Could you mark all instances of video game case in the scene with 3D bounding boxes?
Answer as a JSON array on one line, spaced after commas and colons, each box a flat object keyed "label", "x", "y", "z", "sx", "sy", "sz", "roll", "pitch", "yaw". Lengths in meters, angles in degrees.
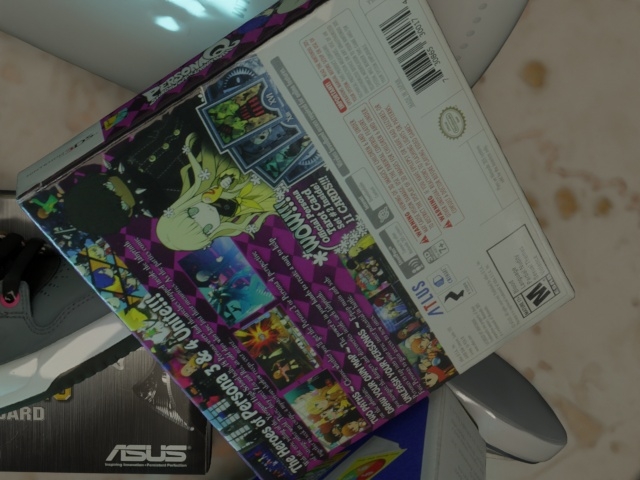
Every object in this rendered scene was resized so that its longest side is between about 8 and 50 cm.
[{"label": "video game case", "x": 0.000, "y": 0.000, "z": 0.499, "sx": 0.210, "sy": 0.042, "sz": 0.232, "roll": -34, "pitch": 121, "yaw": 1}]

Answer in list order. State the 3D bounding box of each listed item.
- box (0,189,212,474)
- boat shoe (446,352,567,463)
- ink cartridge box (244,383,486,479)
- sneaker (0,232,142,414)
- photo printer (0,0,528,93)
[{"label": "box", "x": -0.185, "y": 0.059, "z": 0.634, "sx": 0.231, "sy": 0.056, "sz": 0.183, "roll": 3, "pitch": 99, "yaw": -4}, {"label": "boat shoe", "x": 0.044, "y": 0.096, "z": 0.635, "sx": 0.258, "sy": 0.095, "sz": 0.084, "roll": 28, "pitch": 115, "yaw": -16}, {"label": "ink cartridge box", "x": -0.055, "y": 0.241, "z": 0.496, "sx": 0.303, "sy": 0.307, "sz": 0.072, "roll": -31, "pitch": 109, "yaw": 24}, {"label": "sneaker", "x": -0.229, "y": 0.006, "z": 0.539, "sx": 0.295, "sy": 0.124, "sz": 0.178, "roll": -19, "pitch": 108, "yaw": 0}, {"label": "photo printer", "x": -0.038, "y": -0.174, "z": 0.525, "sx": 0.307, "sy": 0.107, "sz": 0.256, "roll": 24, "pitch": 139, "yaw": -7}]
